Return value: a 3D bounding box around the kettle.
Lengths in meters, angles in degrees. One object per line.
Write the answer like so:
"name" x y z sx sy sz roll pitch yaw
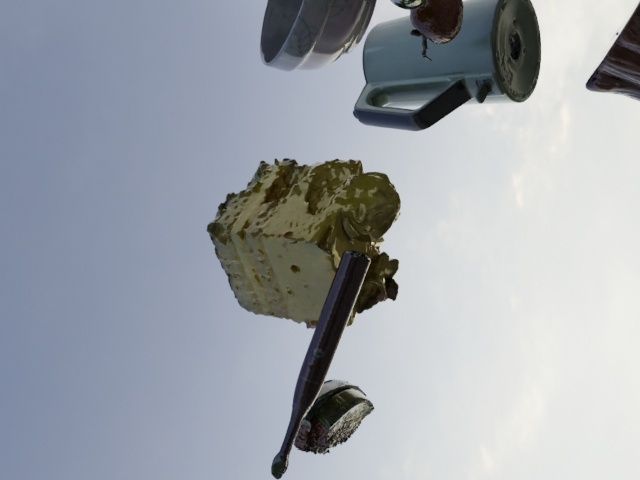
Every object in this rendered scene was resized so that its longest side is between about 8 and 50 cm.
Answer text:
"kettle" 0.285 -0.402 1.514 0.250 0.377 0.361 46 -119 -40

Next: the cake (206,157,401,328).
"cake" 0.000 0.000 1.077 0.227 0.286 0.222 73 -146 -43

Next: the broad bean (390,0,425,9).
"broad bean" 0.161 -0.416 1.063 0.098 0.318 0.056 12 -71 -13

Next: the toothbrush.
"toothbrush" -0.008 0.182 0.899 0.041 0.041 0.363 4 -70 -49

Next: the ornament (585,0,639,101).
"ornament" 0.681 -0.357 1.246 0.235 0.218 0.221 -61 -11 20

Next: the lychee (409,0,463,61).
"lychee" 0.231 -0.432 1.258 0.114 0.101 0.140 9 -70 -32

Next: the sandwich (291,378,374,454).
"sandwich" 0.024 0.356 1.260 0.159 0.079 0.235 -64 -31 -9

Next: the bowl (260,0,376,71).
"bowl" 0.005 -0.433 1.133 0.144 0.287 0.286 12 -98 -22
